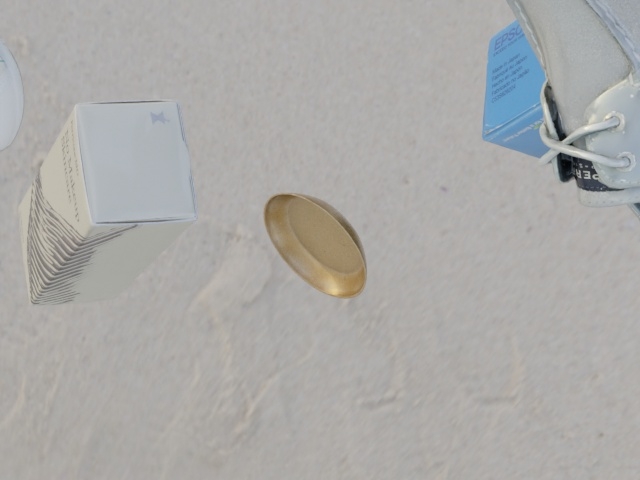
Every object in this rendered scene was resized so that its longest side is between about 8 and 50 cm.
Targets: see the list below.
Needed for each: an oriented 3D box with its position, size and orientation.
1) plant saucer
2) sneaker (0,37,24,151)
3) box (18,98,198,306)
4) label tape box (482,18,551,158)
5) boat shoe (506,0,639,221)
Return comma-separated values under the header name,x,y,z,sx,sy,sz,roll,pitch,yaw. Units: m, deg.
name,x,y,z,sx,sy,sz,roll,pitch,yaw
plant saucer,0.000,0.000,0.737,0.083,0.083,0.015,40,59,11
sneaker,-0.205,-0.111,0.628,0.053,0.152,0.061,12,38,27
box,-0.201,-0.026,1.054,0.094,0.275,0.113,-4,74,-25
label tape box,0.337,-0.119,0.947,0.333,0.240,0.106,16,68,-23
boat shoe,0.133,-0.044,0.461,0.227,0.079,0.081,42,80,-22
